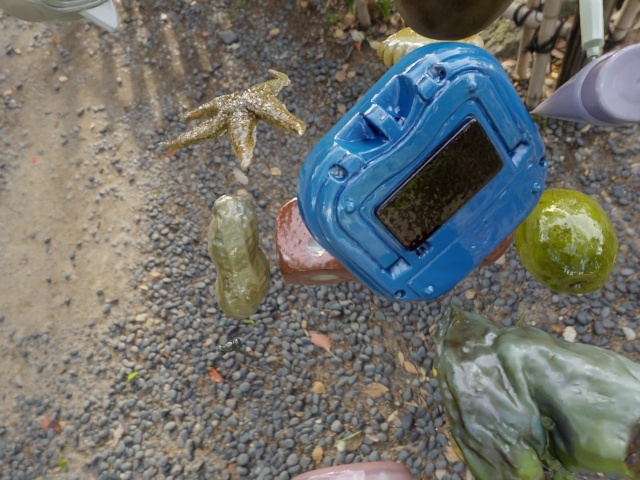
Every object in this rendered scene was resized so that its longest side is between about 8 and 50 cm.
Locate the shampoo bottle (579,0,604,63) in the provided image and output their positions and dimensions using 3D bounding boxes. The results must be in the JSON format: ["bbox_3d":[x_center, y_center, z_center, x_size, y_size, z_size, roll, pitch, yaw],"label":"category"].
[{"bbox_3d":[0.434,-0.339,0.704,0.034,0.049,0.141,-2,87,27],"label":"shampoo bottle"}]

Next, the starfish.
[{"bbox_3d":[-0.155,-0.231,0.836,0.299,0.060,0.302,-35,46,-12],"label":"starfish"}]

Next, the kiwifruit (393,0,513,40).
[{"bbox_3d":[0.204,-0.408,0.647,0.196,0.234,0.195,6,71,-17],"label":"kiwifruit"}]

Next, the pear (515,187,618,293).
[{"bbox_3d":[0.678,-0.006,1.224,0.253,0.253,0.307,0,63,15],"label":"pear"}]

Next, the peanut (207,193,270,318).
[{"bbox_3d":[-0.176,0.038,0.950,0.130,0.290,0.130,-3,27,2],"label":"peanut"}]

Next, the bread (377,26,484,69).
[{"bbox_3d":[0.303,-0.510,1.216,0.173,0.121,0.311,-31,41,-14],"label":"bread"}]

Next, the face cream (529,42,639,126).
[{"bbox_3d":[0.402,-0.211,0.632,0.154,0.274,0.096,-14,99,20],"label":"face cream"}]

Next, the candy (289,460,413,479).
[{"bbox_3d":[0.046,0.475,0.808,0.256,0.255,0.094,-14,56,8],"label":"candy"}]

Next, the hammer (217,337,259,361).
[{"bbox_3d":[-0.213,0.318,1.234,0.058,0.292,0.029,-20,67,-1],"label":"hammer"}]

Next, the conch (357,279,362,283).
[{"bbox_3d":[0.064,0.059,1.311,0.201,0.095,0.079,42,101,-17],"label":"conch"}]

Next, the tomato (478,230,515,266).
[{"bbox_3d":[0.513,-0.048,1.469,0.265,0.265,0.264,-5,66,12],"label":"tomato"}]

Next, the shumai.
[{"bbox_3d":[0.331,0.215,0.622,0.264,0.309,0.303,-21,39,29],"label":"shumai"}]

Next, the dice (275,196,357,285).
[{"bbox_3d":[0.000,0.000,0.978,0.175,0.174,0.179,-3,73,7],"label":"dice"}]

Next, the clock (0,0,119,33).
[{"bbox_3d":[-0.397,-0.429,0.596,0.109,0.324,0.265,-8,52,59],"label":"clock"}]

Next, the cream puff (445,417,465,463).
[{"bbox_3d":[0.544,0.546,1.427,0.343,0.327,0.231,-39,77,16],"label":"cream puff"}]

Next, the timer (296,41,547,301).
[{"bbox_3d":[0.154,-0.079,0.631,0.340,0.309,0.115,-45,30,5],"label":"timer"}]
